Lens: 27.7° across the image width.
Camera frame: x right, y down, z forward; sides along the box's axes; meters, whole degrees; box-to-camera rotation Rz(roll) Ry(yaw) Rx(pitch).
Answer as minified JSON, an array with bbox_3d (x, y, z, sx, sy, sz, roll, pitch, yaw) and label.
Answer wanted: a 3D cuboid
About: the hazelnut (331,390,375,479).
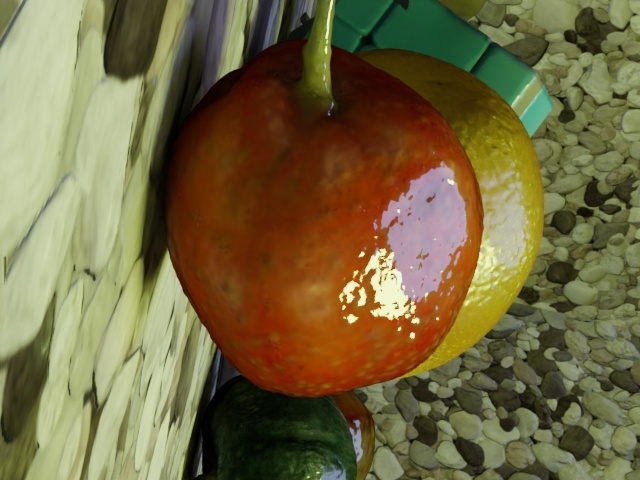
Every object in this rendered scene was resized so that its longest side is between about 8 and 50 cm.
[{"bbox_3d":[-0.038,0.229,1.550,0.208,0.208,0.208,13,90,-89],"label":"hazelnut"}]

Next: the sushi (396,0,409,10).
[{"bbox_3d":[0.016,-0.279,0.841,0.192,0.050,0.215,19,78,-65],"label":"sushi"}]

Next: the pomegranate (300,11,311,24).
[{"bbox_3d":[0.029,-0.130,1.321,0.220,0.156,0.156,72,24,-47],"label":"pomegranate"}]

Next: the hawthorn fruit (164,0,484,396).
[{"bbox_3d":[0.005,-0.052,0.566,0.285,0.165,0.165,93,8,-50],"label":"hawthorn fruit"}]

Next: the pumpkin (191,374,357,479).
[{"bbox_3d":[-0.047,0.220,1.182,0.211,0.152,0.211,-171,-90,-84],"label":"pumpkin"}]

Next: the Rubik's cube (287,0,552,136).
[{"bbox_3d":[0.054,-0.100,1.114,0.213,0.265,0.224,-53,163,6],"label":"Rubik's cube"}]

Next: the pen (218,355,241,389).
[{"bbox_3d":[-0.088,0.137,1.300,0.040,0.032,0.233,-46,157,-38],"label":"pen"}]

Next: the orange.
[{"bbox_3d":[0.041,-0.017,0.895,0.236,0.236,0.236,13,90,-89],"label":"orange"}]

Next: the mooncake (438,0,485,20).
[{"bbox_3d":[0.129,-0.455,1.563,0.378,0.201,0.378,-167,-90,-86],"label":"mooncake"}]
